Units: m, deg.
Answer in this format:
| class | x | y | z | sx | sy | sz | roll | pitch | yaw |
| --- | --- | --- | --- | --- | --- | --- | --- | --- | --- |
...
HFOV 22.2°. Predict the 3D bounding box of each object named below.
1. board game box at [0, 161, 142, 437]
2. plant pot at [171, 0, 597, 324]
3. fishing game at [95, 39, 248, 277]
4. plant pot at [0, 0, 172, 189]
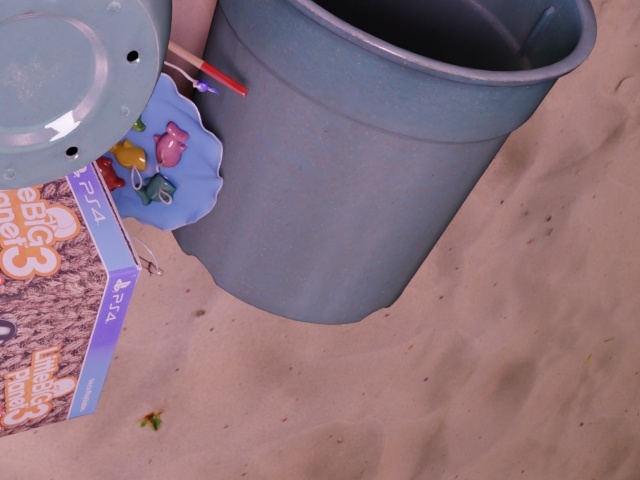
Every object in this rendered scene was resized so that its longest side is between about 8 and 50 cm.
| class | x | y | z | sx | sy | sz | roll | pitch | yaw |
| --- | --- | --- | --- | --- | --- | --- | --- | --- | --- |
| board game box | -0.314 | 0.057 | 1.256 | 0.291 | 0.141 | 0.232 | -14 | 151 | -25 |
| plant pot | 0.023 | -0.125 | 1.488 | 0.341 | 0.341 | 0.334 | -13 | 142 | -41 |
| fishing game | -0.173 | -0.081 | 1.417 | 0.264 | 0.189 | 0.041 | -55 | -178 | 45 |
| plant pot | -0.236 | -0.176 | 1.138 | 0.293 | 0.235 | 0.293 | -18 | 138 | -18 |
